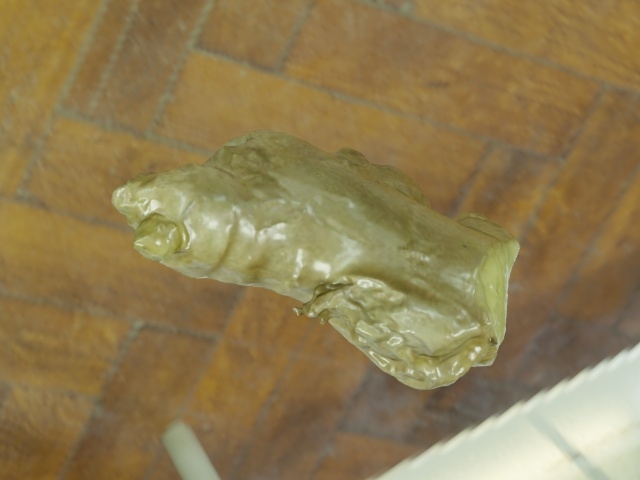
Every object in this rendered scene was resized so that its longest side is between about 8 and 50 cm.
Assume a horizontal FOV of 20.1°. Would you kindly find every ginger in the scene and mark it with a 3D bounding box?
[{"bbox_3d":[0.001,-0.002,0.909,0.213,0.137,0.074,19,120,-6],"label":"ginger"}]
